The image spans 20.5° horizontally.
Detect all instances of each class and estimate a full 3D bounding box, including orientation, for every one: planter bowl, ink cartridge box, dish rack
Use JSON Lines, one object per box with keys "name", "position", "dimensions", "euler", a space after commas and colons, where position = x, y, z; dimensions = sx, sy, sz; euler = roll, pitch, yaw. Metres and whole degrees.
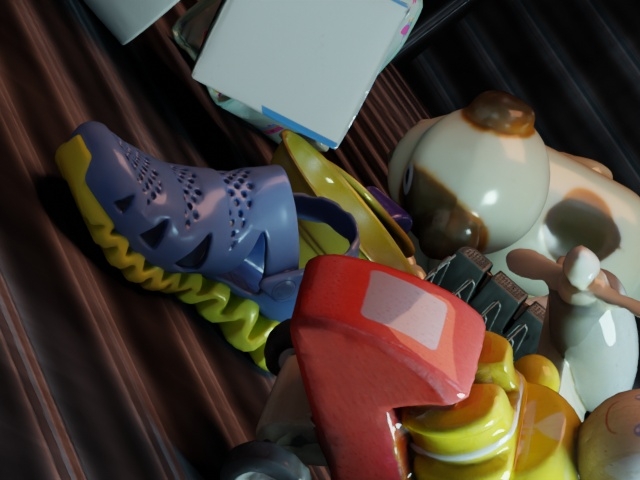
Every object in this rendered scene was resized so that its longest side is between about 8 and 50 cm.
{"name": "planter bowl", "position": [0.000, 0.000, 1.764], "dimensions": [0.217, 0.090, 0.217], "euler": [49, 10, -11]}
{"name": "ink cartridge box", "position": [-0.028, -0.214, 1.873], "dimensions": [0.171, 0.168, 0.232], "euler": [26, 6, -7]}
{"name": "dish rack", "position": [0.149, 0.125, 1.817], "dimensions": [0.208, 0.074, 0.271], "euler": [41, 41, 12]}

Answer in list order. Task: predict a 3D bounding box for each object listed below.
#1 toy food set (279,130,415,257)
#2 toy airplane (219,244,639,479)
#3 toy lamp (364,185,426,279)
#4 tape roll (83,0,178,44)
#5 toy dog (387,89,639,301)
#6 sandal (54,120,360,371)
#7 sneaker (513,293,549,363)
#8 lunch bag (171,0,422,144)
{"name": "toy food set", "position": [0.014, -0.031, 2.037], "dimensions": [0.218, 0.071, 0.128], "euler": [47, -13, -29]}
{"name": "toy airplane", "position": [0.149, 0.188, 1.200], "dimensions": [0.384, 0.272, 0.386], "euler": [2, 70, -55]}
{"name": "toy lamp", "position": [0.119, 0.049, 2.141], "dimensions": [0.274, 0.080, 0.080], "euler": [55, 11, 23]}
{"name": "tape roll", "position": [-0.167, -0.342, 1.823], "dimensions": [0.169, 0.246, 0.246], "euler": [48, 10, -9]}
{"name": "toy dog", "position": [0.248, -0.026, 2.325], "dimensions": [0.395, 0.284, 0.408], "euler": [31, 0, 43]}
{"name": "sandal", "position": [-0.078, -0.016, 1.365], "dimensions": [0.317, 0.138, 0.126], "euler": [35, 21, -51]}
{"name": "sneaker", "position": [0.205, 0.099, 2.003], "dimensions": [0.152, 0.114, 0.305], "euler": [44, 37, 12]}
{"name": "lunch bag", "position": [-0.013, -0.258, 2.142], "dimensions": [0.160, 0.262, 0.223], "euler": [55, 12, 25]}
